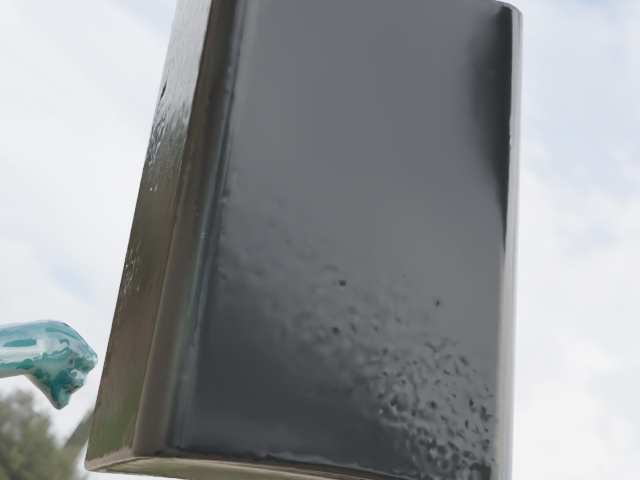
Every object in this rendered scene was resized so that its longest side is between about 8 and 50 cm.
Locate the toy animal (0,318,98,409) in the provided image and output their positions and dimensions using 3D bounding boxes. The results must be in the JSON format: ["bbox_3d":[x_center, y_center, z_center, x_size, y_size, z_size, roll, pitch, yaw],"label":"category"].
[{"bbox_3d":[-0.133,0.067,0.347,0.103,0.208,0.100,45,-54,4],"label":"toy animal"}]

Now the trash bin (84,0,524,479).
[{"bbox_3d":[0.000,0.000,0.705,0.165,0.225,0.115,11,-16,-19],"label":"trash bin"}]
